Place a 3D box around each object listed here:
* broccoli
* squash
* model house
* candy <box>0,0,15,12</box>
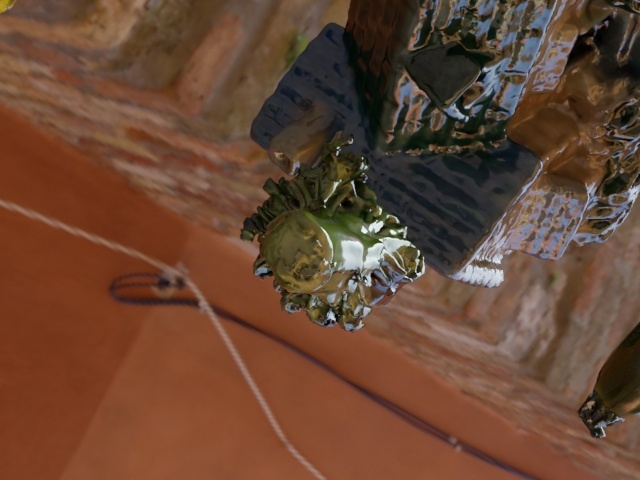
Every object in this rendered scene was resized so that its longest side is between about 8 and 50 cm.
[{"bbox_3d":[-0.003,0.007,0.969,0.146,0.164,0.304,-30,178,5],"label":"broccoli"},{"bbox_3d":[0.330,0.083,1.036,0.087,0.087,0.331,-98,-150,-44],"label":"squash"},{"bbox_3d":[0.170,-0.169,1.357,0.395,0.400,0.445,41,-40,23],"label":"model house"},{"bbox_3d":[-0.403,-0.304,1.047,0.146,0.276,0.088,-4,-121,58],"label":"candy"}]
